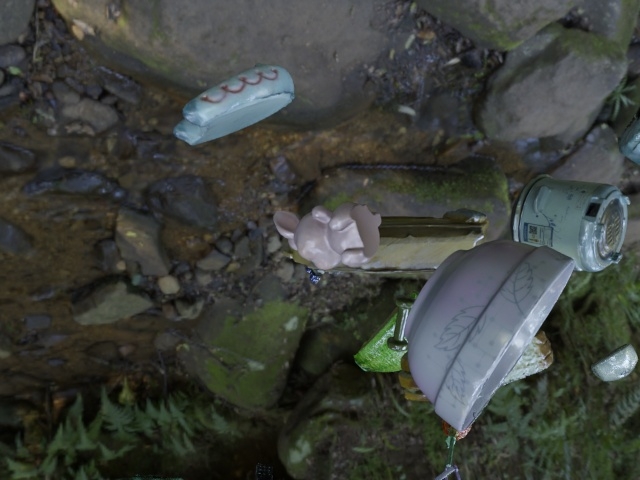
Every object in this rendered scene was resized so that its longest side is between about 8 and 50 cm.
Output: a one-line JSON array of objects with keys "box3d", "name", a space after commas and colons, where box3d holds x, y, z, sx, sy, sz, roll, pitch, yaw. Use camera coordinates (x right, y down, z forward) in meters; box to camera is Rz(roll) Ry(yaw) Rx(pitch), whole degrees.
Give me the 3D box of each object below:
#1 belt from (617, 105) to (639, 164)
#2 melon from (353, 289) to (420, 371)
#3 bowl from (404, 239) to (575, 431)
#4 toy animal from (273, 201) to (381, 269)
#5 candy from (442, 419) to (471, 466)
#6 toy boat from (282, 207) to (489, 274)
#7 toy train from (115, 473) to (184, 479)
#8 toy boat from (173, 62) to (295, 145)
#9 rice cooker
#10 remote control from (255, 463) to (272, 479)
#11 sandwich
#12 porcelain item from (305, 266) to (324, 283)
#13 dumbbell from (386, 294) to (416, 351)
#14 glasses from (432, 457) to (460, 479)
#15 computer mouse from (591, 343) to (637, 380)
[{"box3d": [0.768, -0.263, 1.255, 0.257, 0.150, 0.207, -53, 169, -15], "name": "belt"}, {"box3d": [0.231, 0.290, 1.690, 0.196, 0.124, 0.323, 35, 108, -23], "name": "melon"}, {"box3d": [0.223, 0.115, 0.831, 0.287, 0.144, 0.286, -41, 149, -30], "name": "bowl"}, {"box3d": [-0.001, 0.001, 0.995, 0.213, 0.124, 0.124, -11, 159, 42], "name": "toy animal"}, {"box3d": [0.245, 0.366, 1.066, 0.061, 0.060, 0.201, -25, 179, 20], "name": "candy"}, {"box3d": [0.144, -0.004, 1.224, 0.446, 0.162, 0.135, -1, 108, -10], "name": "toy boat"}, {"box3d": [-0.376, 0.639, 1.343, 0.331, 0.138, 0.178, -18, 131, 37], "name": "toy train"}, {"box3d": [-0.136, -0.224, 0.910, 0.208, 0.078, 0.134, -29, 179, -25], "name": "toy boat"}, {"box3d": [0.683, -0.051, 1.628, 0.317, 0.264, 0.316, 23, 172, 3], "name": "rice cooker"}, {"box3d": [-0.126, 0.536, 1.274, 0.039, 0.096, 0.014, 12, 121, -10], "name": "remote control"}, {"box3d": [0.339, 0.279, 1.301, 0.289, 0.099, 0.254, -10, -177, 41], "name": "sandwich"}, {"box3d": [-0.020, 0.054, 1.392, 0.075, 0.136, 0.021, 33, 113, 2], "name": "porcelain item"}, {"box3d": [0.171, 0.174, 1.220, 0.046, 0.117, 0.052, 8, -169, -5], "name": "dumbbell"}, {"box3d": [0.203, 0.489, 1.112, 0.104, 0.062, 0.139, -5, 128, -21], "name": "glasses"}, {"box3d": [0.624, 0.265, 1.229, 0.089, 0.056, 0.182, -32, 158, 9], "name": "computer mouse"}]
